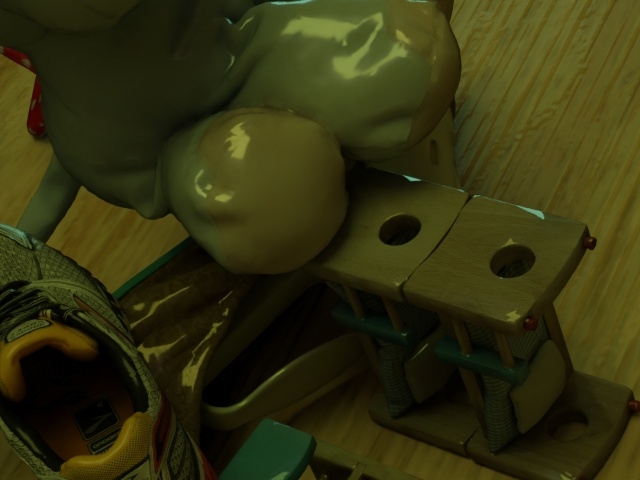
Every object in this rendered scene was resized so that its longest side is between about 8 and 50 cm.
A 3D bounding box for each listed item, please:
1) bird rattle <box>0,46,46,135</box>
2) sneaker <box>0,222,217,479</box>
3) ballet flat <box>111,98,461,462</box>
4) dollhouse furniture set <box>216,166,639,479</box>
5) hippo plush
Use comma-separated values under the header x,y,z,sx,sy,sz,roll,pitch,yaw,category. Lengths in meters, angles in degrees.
x,y,z,sx,sy,sz,roll,pitch,yaw,category
-0.083,-0.139,1.098,0.253,0.143,0.207,-2,33,42,bird rattle
-0.124,0.053,0.773,0.088,0.092,0.225,-37,50,-13,sneaker
0.000,0.000,0.901,0.124,0.116,0.342,32,65,22,ballet flat
0.041,0.085,0.764,0.129,0.129,0.183,16,55,37,dollhouse furniture set
-0.087,-0.138,0.812,0.294,0.236,0.234,4,52,50,hippo plush
